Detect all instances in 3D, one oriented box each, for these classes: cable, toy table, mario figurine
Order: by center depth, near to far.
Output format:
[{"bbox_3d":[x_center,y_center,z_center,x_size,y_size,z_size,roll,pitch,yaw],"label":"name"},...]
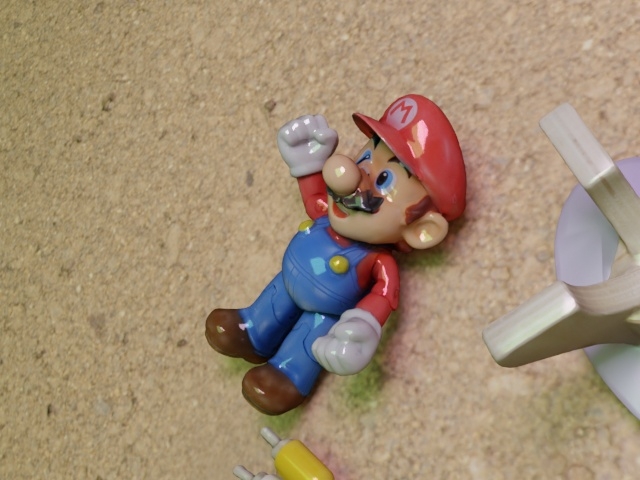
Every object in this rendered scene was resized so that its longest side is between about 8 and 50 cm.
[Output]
[{"bbox_3d":[0.253,0.029,0.567,0.252,0.161,0.274,-46,53,11],"label":"toy table"},{"bbox_3d":[0.036,0.273,0.678,0.287,0.072,0.139,17,88,37],"label":"cable"},{"bbox_3d":[0.000,0.000,0.738,0.198,0.170,0.320,36,105,3],"label":"mario figurine"}]
